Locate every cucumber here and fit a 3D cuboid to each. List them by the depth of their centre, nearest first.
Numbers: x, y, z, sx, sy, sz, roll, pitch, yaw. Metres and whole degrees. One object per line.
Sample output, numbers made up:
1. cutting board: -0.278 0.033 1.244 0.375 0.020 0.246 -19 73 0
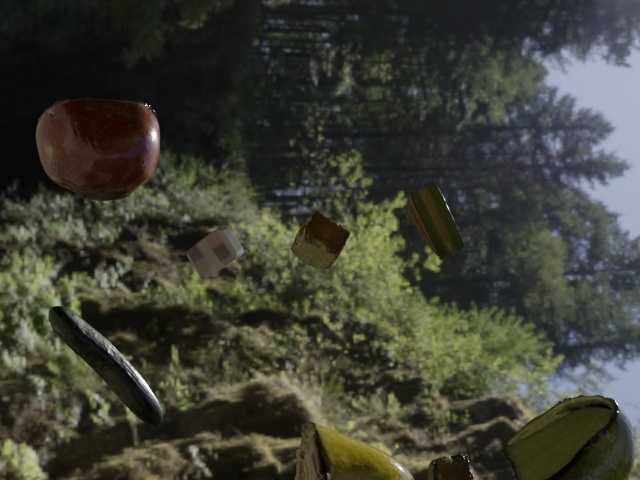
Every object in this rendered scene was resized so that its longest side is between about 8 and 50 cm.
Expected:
1. cucumber: -0.350 0.210 1.389 0.284 0.056 0.056 53 -11 -21

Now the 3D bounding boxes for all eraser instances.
1. eraser: -0.190 0.022 1.498 0.105 0.026 0.065 -32 -88 36

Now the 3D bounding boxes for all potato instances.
1. potato: 0.573 0.493 1.793 0.212 0.280 0.330 50 6 -4

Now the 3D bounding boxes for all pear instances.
1. pear: 0.058 0.391 1.276 0.267 0.178 0.267 175 -90 -80

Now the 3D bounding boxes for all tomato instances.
1. tomato: -0.384 -0.149 1.473 0.180 0.214 0.155 123 -44 -55

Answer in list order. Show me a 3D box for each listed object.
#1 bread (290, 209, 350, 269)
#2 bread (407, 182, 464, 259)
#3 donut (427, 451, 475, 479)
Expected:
1. bread: 0.000 0.000 1.463 0.070 0.083 0.077 -63 -170 -30
2. bread: 0.253 -0.042 1.814 0.139 0.074 0.084 58 -17 33
3. donut: 0.301 0.633 1.960 0.272 0.107 0.272 -177 -90 -88
